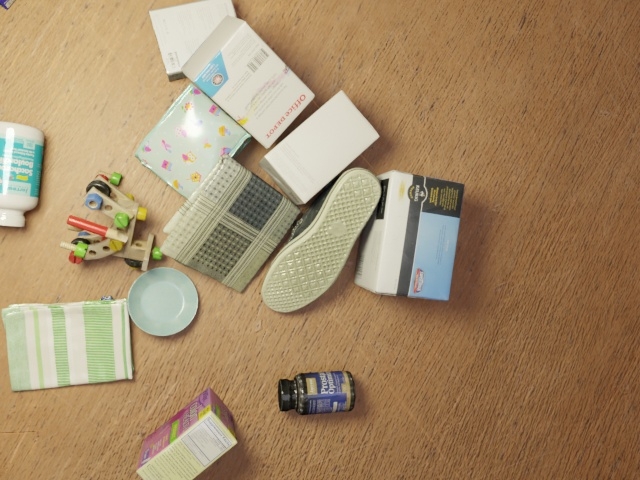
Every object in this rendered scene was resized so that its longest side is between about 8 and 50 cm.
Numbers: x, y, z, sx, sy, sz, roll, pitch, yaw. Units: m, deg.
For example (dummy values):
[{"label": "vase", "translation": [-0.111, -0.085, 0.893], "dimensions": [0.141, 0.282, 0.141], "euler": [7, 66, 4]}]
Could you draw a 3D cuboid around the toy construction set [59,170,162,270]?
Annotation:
[{"label": "toy construction set", "translation": [-0.522, -0.021, 1.431], "dimensions": [0.237, 0.309, 0.257], "euler": [21, 95, -17]}]

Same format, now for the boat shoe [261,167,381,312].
[{"label": "boat shoe", "translation": [0.000, 0.000, 1.610], "dimensions": [0.186, 0.156, 0.500], "euler": [32, 99, -14]}]

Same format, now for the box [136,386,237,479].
[{"label": "box", "translation": [-0.368, 0.557, 1.511], "dimensions": [0.243, 0.213, 0.117], "euler": [-37, 99, -8]}]

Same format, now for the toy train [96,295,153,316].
[{"label": "toy train", "translation": [-0.557, 0.186, 1.555], "dimensions": [0.158, 0.027, 0.036], "euler": [14, 85, -13]}]

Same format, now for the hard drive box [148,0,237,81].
[{"label": "hard drive box", "translation": [-0.345, -0.573, 1.546], "dimensions": [0.232, 0.089, 0.181], "euler": [-16, 95, -11]}]

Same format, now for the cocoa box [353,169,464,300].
[{"label": "cocoa box", "translation": [0.259, -0.012, 1.620], "dimensions": [0.228, 0.231, 0.347], "euler": [8, 90, -13]}]

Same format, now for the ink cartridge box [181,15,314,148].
[{"label": "ink cartridge box", "translation": [-0.196, -0.427, 1.468], "dimensions": [0.198, 0.197, 0.270], "euler": [-47, 125, 4]}]

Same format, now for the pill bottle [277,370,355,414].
[{"label": "pill bottle", "translation": [-0.014, 0.458, 1.632], "dimensions": [0.219, 0.123, 0.123], "euler": [0, 92, -13]}]

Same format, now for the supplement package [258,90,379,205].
[{"label": "supplement package", "translation": [-0.008, -0.262, 1.583], "dimensions": [0.293, 0.177, 0.175], "euler": [-43, 99, -7]}]

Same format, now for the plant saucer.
[{"label": "plant saucer", "translation": [-0.452, 0.176, 1.558], "dimensions": [0.195, 0.037, 0.195], "euler": [5, 78, -22]}]

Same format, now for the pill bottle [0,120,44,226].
[{"label": "pill bottle", "translation": [-0.816, -0.171, 1.427], "dimensions": [0.146, 0.146, 0.264], "euler": [5, 91, -12]}]

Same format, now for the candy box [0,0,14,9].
[{"label": "candy box", "translation": [-0.782, -0.757, 1.329], "dimensions": [0.122, 0.317, 0.268], "euler": [36, 84, -11]}]

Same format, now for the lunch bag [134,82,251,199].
[{"label": "lunch bag", "translation": [-0.355, -0.262, 1.515], "dimensions": [0.223, 0.160, 0.262], "euler": [40, 92, -11]}]

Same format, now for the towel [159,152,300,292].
[{"label": "towel", "translation": [-0.252, -0.037, 1.533], "dimensions": [0.312, 0.056, 0.324], "euler": [35, 93, -40]}]

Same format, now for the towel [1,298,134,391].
[{"label": "towel", "translation": [-0.694, 0.288, 1.508], "dimensions": [0.324, 0.038, 0.248], "euler": [-3, 99, -10]}]
